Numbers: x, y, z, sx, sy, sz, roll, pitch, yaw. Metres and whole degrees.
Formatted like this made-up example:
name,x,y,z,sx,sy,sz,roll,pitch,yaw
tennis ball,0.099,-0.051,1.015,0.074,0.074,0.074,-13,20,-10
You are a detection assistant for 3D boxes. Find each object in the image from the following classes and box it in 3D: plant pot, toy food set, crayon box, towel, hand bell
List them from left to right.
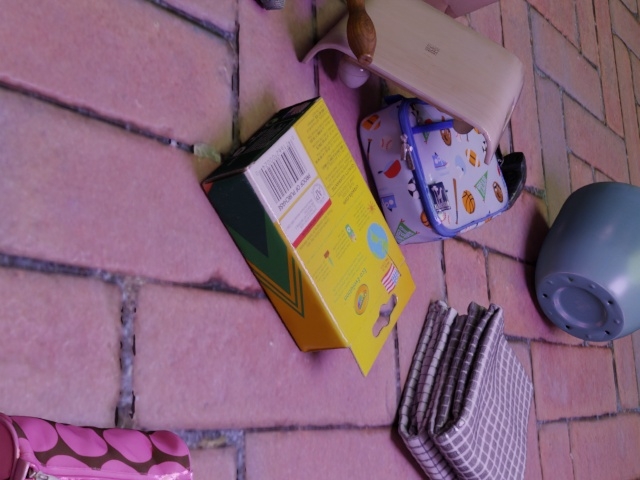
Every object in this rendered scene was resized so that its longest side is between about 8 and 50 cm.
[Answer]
name,x,y,z,sx,sy,sz,roll,pitch,yaw
crayon box,0.000,0.000,1.045,0.318,0.081,0.202,61,40,-21
hand bell,0.048,-0.334,1.106,0.126,0.126,0.242,34,38,-43
toy food set,0.149,-0.250,1.191,0.306,0.092,0.219,31,46,3
towel,0.248,0.262,1.267,0.235,0.121,0.283,53,43,-31
plant pot,0.576,0.064,1.629,0.235,0.293,0.293,-45,117,-33

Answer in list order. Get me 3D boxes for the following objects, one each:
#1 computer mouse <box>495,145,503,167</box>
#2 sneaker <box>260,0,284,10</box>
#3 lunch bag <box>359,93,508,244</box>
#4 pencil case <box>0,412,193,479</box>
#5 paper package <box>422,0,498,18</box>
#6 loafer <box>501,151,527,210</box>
name,x,y,z,sx,sy,sz,roll,pitch,yaw
computer mouse,0.328,-0.272,1.488,0.262,0.060,0.184,67,22,-50
sneaker,-0.055,-0.381,1.107,0.166,0.065,0.076,-64,146,-35
lunch bag,0.190,-0.128,1.306,0.303,0.115,0.243,-17,92,-54
pencil case,-0.205,0.205,0.708,0.209,0.098,0.095,20,65,-49
paper package,0.233,-0.620,1.446,0.309,0.168,0.324,38,53,-39
loafer,0.386,-0.108,1.598,0.061,0.062,0.170,61,41,-30
